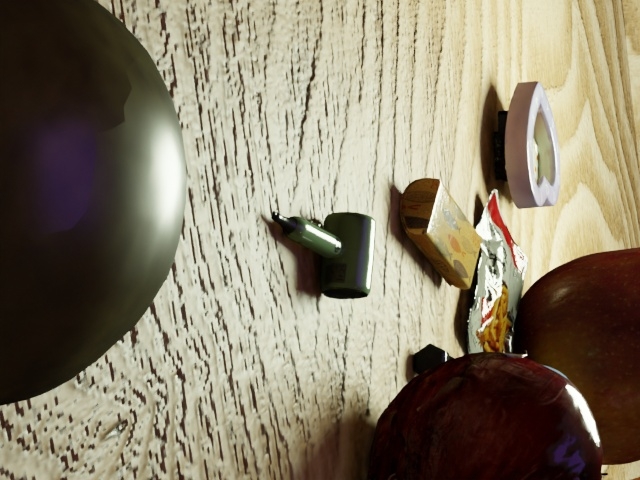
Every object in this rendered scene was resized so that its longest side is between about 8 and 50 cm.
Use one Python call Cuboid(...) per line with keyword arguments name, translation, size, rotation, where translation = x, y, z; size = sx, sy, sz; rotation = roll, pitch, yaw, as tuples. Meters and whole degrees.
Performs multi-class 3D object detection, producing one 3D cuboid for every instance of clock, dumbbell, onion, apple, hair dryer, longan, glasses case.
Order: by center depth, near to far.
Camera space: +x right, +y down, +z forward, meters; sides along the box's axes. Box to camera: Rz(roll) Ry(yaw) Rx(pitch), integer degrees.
Cuboid(name="longan", translation=(-0.149, -0.028, 0.581), size=(0.212, 0.198, 0.198), rotation=(53, 38, -59))
Cuboid(name="hair dryer", translation=(0.000, 0.000, 1.157), size=(0.150, 0.047, 0.071), rotation=(30, 59, -58))
Cuboid(name="onion", translation=(0.163, 0.229, 1.303), size=(0.281, 0.221, 0.281), rotation=(-47, 153, -33))
Cuboid(name="dumbbell", translation=(0.127, 0.136, 1.459), size=(0.036, 0.040, 0.083), rotation=(59, 10, 25))
Cuboid(name="glasses case", translation=(0.130, -0.006, 1.491), size=(0.170, 0.041, 0.064), rotation=(46, 55, -59))
Cuboid(name="apple", translation=(0.406, 0.145, 1.830), size=(0.288, 0.317, 0.288), rotation=(48, 30, -40))
Cuboid(name="clock", translation=(0.275, -0.129, 1.852), size=(0.198, 0.064, 0.172), rotation=(-9, 94, -69))

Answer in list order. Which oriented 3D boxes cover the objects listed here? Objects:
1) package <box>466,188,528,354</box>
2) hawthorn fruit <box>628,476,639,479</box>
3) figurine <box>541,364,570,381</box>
Cuboid(name="package", translation=(0.217, 0.065, 1.711), size=(0.154, 0.030, 0.239), rotation=(63, 32, -41))
Cuboid(name="hawthorn fruit", translation=(0.421, 0.418, 1.501), size=(0.403, 0.403, 0.402), rotation=(-4, 90, -69))
Cuboid(name="figurine", translation=(0.237, 0.244, 1.577), size=(0.162, 0.143, 0.263), rotation=(56, -14, 28))
